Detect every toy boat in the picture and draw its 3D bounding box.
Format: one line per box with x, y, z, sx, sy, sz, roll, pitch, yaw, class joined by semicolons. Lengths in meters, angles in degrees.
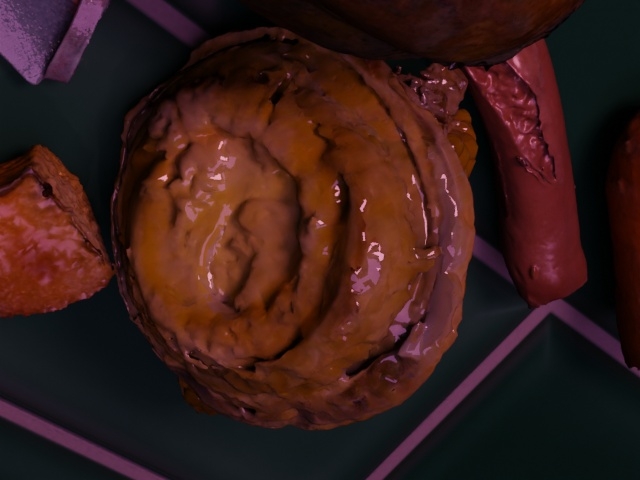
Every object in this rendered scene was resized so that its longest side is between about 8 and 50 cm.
-0.203;-0.158;0.755;0.122;0.034;0.096;24;111;-18;toy boat

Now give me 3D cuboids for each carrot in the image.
0.289;-0.011;0.936;0.159;0.159;0.225;-24;112;-1;carrot

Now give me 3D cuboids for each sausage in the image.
0.149;-0.077;0.879;0.078;0.078;0.304;-22;124;-3;sausage

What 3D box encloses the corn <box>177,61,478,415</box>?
0.000;0.000;0.857;0.119;0.119;0.322;31;108;-30;corn

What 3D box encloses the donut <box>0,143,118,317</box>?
-0.264;-0.048;0.755;0.152;0.101;0.259;-30;125;3;donut

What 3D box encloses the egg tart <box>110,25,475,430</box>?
-0.036;-0.005;0.762;0.279;0.279;0.095;-54;163;18;egg tart

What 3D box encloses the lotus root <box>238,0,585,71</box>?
0.015;-0.236;0.626;0.250;0.250;0.346;-44;118;12;lotus root
